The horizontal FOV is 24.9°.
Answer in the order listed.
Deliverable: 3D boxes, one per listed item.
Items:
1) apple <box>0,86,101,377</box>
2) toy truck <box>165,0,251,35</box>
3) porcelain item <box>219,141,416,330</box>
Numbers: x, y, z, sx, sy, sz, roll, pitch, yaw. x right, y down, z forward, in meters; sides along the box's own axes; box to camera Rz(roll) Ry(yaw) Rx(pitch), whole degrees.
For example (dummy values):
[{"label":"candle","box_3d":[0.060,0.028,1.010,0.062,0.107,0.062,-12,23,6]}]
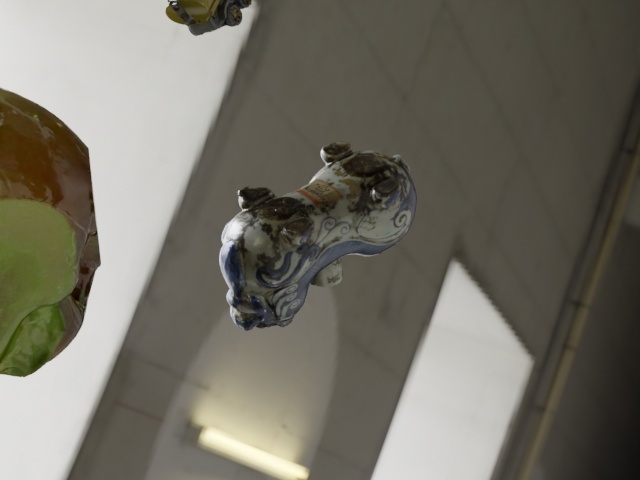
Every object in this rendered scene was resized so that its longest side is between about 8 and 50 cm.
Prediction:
[{"label":"apple","box_3d":[-0.416,0.011,1.630,0.374,0.374,0.384,53,-149,-65]},{"label":"toy truck","box_3d":[-0.093,-0.234,1.280,0.063,0.052,0.123,50,-134,-36]},{"label":"porcelain item","box_3d":[0.000,0.000,1.853,0.288,0.138,0.186,-29,-42,-30]}]
